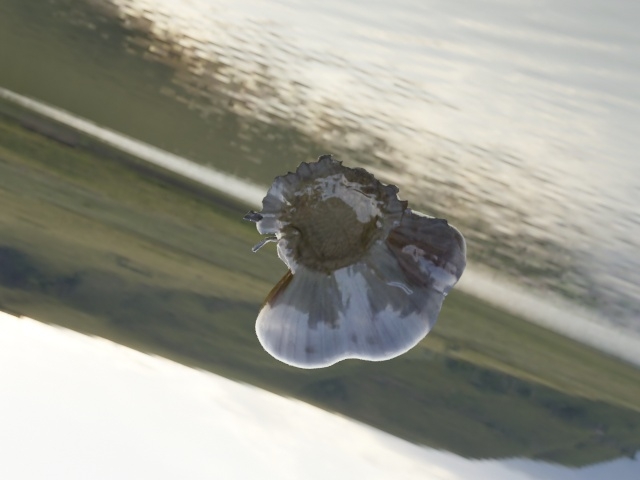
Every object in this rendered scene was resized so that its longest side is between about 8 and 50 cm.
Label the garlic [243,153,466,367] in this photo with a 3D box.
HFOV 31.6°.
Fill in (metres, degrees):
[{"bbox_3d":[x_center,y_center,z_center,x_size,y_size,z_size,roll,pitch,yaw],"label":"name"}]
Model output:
[{"bbox_3d":[0.000,0.000,1.070,0.257,0.207,0.207,32,-174,41],"label":"garlic"}]
